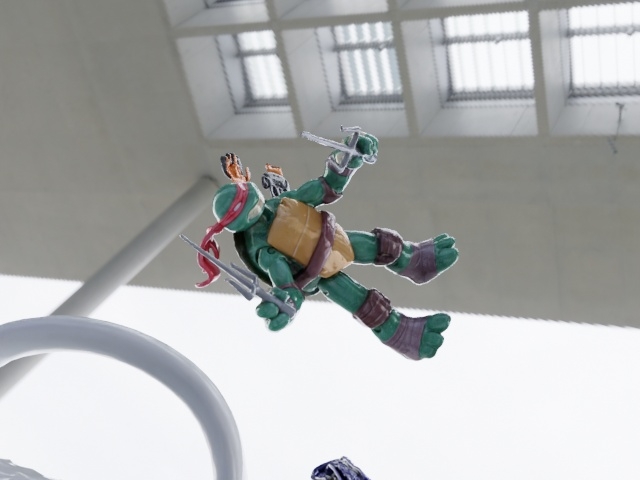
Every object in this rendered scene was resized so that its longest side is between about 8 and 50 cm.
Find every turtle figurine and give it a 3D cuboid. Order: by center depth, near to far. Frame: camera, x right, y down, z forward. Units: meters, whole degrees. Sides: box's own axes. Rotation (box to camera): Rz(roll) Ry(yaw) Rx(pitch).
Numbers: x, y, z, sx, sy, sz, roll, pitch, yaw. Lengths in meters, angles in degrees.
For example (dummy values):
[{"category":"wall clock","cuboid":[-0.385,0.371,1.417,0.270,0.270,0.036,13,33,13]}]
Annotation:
[{"category":"turtle figurine","cuboid":[0.000,0.000,0.677,0.234,0.175,0.118,28,-17,-27]}]

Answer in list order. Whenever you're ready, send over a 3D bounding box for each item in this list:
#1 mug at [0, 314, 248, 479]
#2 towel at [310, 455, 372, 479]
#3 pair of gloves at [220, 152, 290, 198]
[{"category":"mug","cuboid":[-0.177,0.224,0.497,0.328,0.374,0.276,17,-18,-1]},{"category":"towel","cuboid":[0.109,0.421,1.130,0.308,0.076,0.227,54,-6,-1]},{"category":"pair of gloves","cuboid":[-0.069,-0.066,0.943,0.083,0.074,0.010,17,-57,-29]}]
